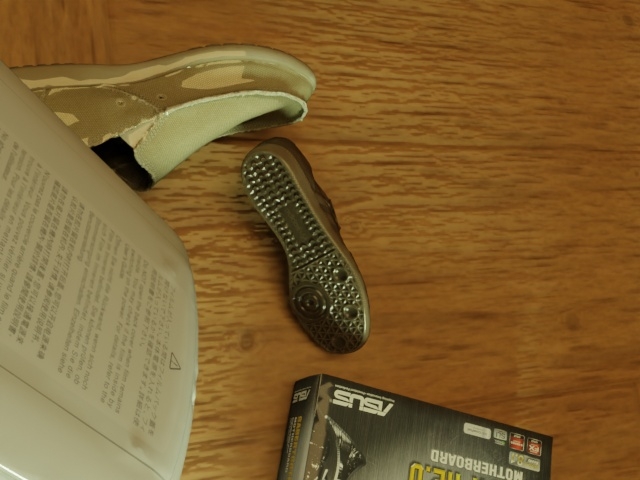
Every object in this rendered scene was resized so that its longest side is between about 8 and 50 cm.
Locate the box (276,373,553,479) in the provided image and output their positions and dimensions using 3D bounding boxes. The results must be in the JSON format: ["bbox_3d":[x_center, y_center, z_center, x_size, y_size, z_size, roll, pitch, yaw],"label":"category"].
[{"bbox_3d":[0.074,0.224,0.686,0.231,0.056,0.183,19,66,-20],"label":"box"}]

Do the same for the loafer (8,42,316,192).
[{"bbox_3d":[-0.127,-0.087,0.662,0.268,0.102,0.092,-10,81,-19],"label":"loafer"}]

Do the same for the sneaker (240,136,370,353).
[{"bbox_3d":[0.000,0.000,0.712,0.188,0.066,0.071,67,25,-12],"label":"sneaker"}]

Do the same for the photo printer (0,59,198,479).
[{"bbox_3d":[-0.186,0.040,0.499,0.307,0.107,0.256,49,28,-39],"label":"photo printer"}]
